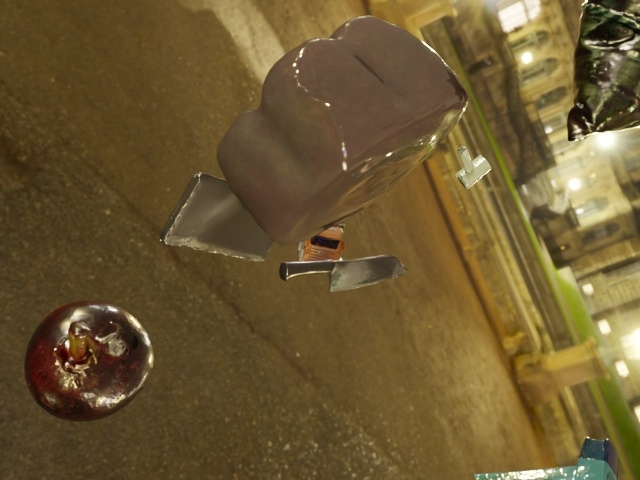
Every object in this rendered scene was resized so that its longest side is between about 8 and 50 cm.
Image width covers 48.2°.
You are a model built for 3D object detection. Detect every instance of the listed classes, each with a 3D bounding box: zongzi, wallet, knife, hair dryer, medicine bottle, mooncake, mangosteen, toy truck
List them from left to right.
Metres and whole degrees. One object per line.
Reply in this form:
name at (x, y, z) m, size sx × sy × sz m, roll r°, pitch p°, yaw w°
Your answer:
mangosteen at (-0.435, 0.217, 1.330) m, size 0.261 × 0.235 × 0.236 m, roll 106°, pitch -31°, yaw -67°
wallet at (-0.142, -0.033, 1.138) m, size 0.025 × 0.124 × 0.244 m, roll 39°, pitch 14°, yaw 32°
toy truck at (0.000, 0.000, 1.419) m, size 0.192 × 0.083 × 0.092 m, roll -106°, pitch -152°, yaw -79°
mooncake at (0.020, -0.102, 0.701) m, size 0.133 × 0.245 × 0.245 m, roll 48°, pitch 15°, yaw 9°
knife at (0.042, 0.055, 1.188) m, size 0.028 × 0.230 × 0.060 m, roll -149°, pitch -123°, yaw -65°
hair dryer at (0.280, -0.152, 1.349) m, size 0.038 × 0.063 × 0.124 m, roll 51°, pitch 1°, yaw 35°
medicine bottle at (0.336, 0.386, 1.108) m, size 0.124 × 0.258 × 0.079 m, roll -75°, pitch 147°, yaw -55°
zongzi at (0.472, -0.325, 0.983) m, size 0.383 × 0.319 × 0.362 m, roll -10°, pitch 114°, yaw -40°
